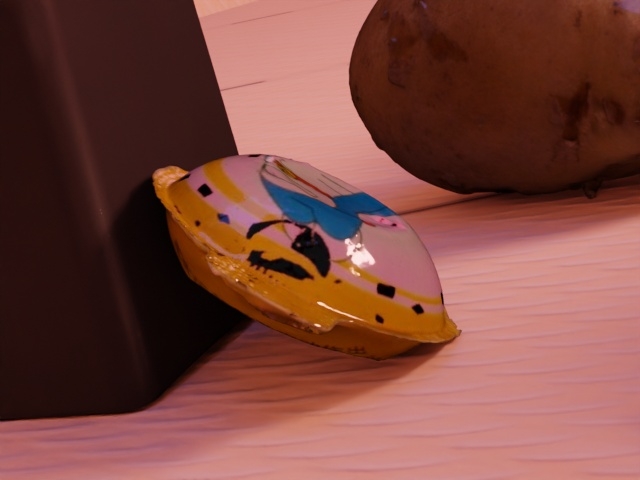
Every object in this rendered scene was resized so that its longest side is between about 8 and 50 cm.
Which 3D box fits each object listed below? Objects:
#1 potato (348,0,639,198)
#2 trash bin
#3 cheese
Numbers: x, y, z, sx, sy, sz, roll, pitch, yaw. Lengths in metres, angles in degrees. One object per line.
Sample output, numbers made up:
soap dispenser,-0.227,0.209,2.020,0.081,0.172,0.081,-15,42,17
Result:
potato,0.133,-0.104,0.845,0.262,0.165,0.165,4,21,29
trash bin,-0.122,-0.049,0.712,0.115,0.225,0.165,-7,16,25
cheese,0.000,0.000,0.694,0.156,0.064,0.250,29,11,5
